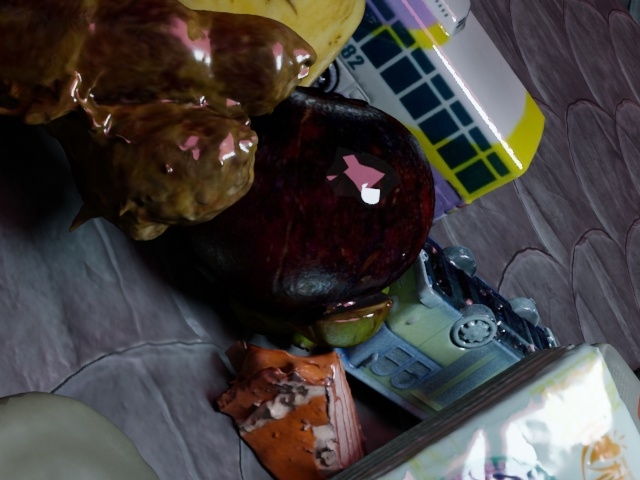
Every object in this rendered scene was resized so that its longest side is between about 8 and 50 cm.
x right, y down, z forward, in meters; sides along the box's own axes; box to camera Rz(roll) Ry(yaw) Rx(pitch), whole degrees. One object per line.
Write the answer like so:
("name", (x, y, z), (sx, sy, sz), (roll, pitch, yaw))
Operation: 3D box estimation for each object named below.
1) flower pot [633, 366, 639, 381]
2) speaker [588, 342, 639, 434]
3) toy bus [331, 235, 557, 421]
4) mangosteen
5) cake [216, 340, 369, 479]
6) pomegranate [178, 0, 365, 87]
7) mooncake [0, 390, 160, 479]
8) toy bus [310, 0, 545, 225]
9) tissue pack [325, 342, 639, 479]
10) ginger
("flower pot", (0.635, 0.311, 1.725), (0.243, 0.157, 0.189), (11, 60, -48))
("speaker", (0.337, 0.329, 1.330), (0.183, 0.184, 0.406), (49, 38, -15))
("toy bus", (0.172, 0.136, 1.248), (0.312, 0.190, 0.152), (37, 27, -30))
("mangosteen", (-0.028, -0.031, 1.077), (0.300, 0.300, 0.300), (29, 46, -36))
("cake", (0.005, 0.226, 1.070), (0.287, 0.135, 0.098), (56, 21, -22))
("pomegranate", (-0.110, -0.322, 1.152), (0.332, 0.332, 0.332), (29, 46, -36))
("mooncake", (-0.231, 0.253, 0.742), (0.275, 0.135, 0.275), (33, 43, -37))
("toy bus", (0.123, -0.265, 1.414), (0.440, 0.249, 0.209), (51, 37, -13))
("tissue pack", (0.174, 0.321, 1.006), (0.388, 0.162, 0.287), (-27, 94, -19))
("ginger", (-0.235, -0.142, 0.899), (0.418, 0.176, 0.254), (19, 83, 0))
